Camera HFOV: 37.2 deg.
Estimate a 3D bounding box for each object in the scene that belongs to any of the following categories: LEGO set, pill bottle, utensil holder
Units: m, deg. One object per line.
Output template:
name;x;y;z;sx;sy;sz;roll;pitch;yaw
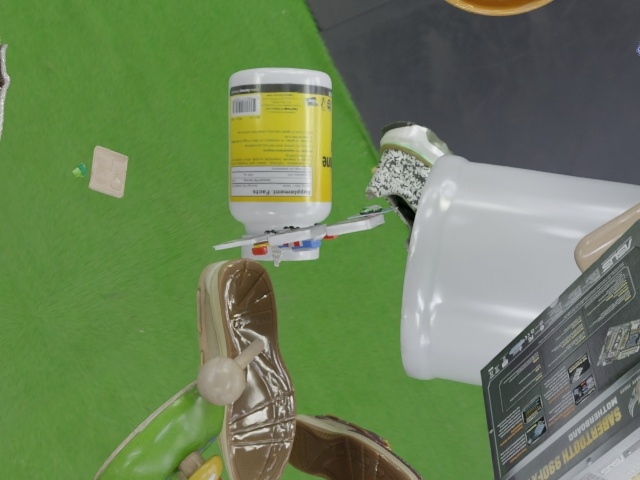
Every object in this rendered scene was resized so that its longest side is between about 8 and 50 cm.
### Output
LEGO set;0.000;0.000;1.136;0.182;0.244;0.060;-9;94;16
pill bottle;-0.072;-0.133;1.718;0.187;0.188;0.334;-1;93;-17
utensil holder;0.337;0.063;1.334;0.385;0.327;0.328;8;82;16

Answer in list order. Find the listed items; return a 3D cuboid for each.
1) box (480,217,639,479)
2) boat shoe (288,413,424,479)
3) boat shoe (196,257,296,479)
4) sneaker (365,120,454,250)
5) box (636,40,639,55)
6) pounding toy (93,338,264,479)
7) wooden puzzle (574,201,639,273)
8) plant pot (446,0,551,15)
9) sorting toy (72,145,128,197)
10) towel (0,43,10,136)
box;0.230;0.122;0.795;0.056;0.231;0.183;23;37;-18
boat shoe;0.071;0.358;1.571;0.123;0.342;0.123;-7;100;-36
boat shoe;-0.117;0.198;1.401;0.121;0.110;0.341;-2;87;-36
sneaker;0.226;-0.028;1.790;0.410;0.158;0.182;42;70;-19
box;0.497;-0.229;1.114;0.225;0.037;0.136;21;51;15
pounding toy;-0.137;0.237;1.093;0.237;0.183;0.110;-46;80;10
wooden puzzle;0.407;0.051;0.951;0.221;0.044;0.239;-31;72;-6
plant pot;0.188;-0.355;1.013;0.205;0.188;0.205;2;111;6
sorting toy;-0.308;-0.099;1.331;0.083;0.012;0.062;20;72;-45
towel;-0.497;-0.146;1.323;0.049;0.187;0.282;21;48;-35
